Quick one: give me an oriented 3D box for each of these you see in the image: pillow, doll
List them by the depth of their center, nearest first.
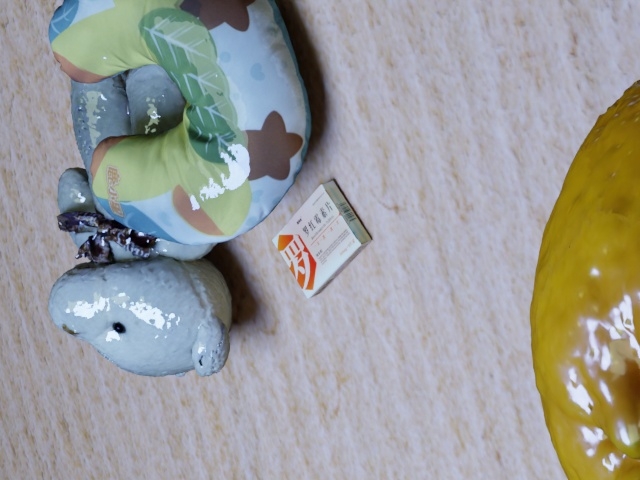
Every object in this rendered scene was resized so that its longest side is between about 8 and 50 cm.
[{"bbox_3d":[-0.107,-0.111,1.498,0.214,0.086,0.233,-14,94,32],"label":"pillow"},{"bbox_3d":[-0.160,-0.018,1.607,0.175,0.149,0.278,-176,78,-69],"label":"doll"}]

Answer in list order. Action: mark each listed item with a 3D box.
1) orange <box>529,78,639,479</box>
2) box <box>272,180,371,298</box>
[{"bbox_3d":[0.264,0.051,0.993,0.341,0.293,0.340,24,125,40],"label":"orange"},{"bbox_3d":[0.000,0.000,1.514,0.058,0.015,0.093,57,140,11],"label":"box"}]
